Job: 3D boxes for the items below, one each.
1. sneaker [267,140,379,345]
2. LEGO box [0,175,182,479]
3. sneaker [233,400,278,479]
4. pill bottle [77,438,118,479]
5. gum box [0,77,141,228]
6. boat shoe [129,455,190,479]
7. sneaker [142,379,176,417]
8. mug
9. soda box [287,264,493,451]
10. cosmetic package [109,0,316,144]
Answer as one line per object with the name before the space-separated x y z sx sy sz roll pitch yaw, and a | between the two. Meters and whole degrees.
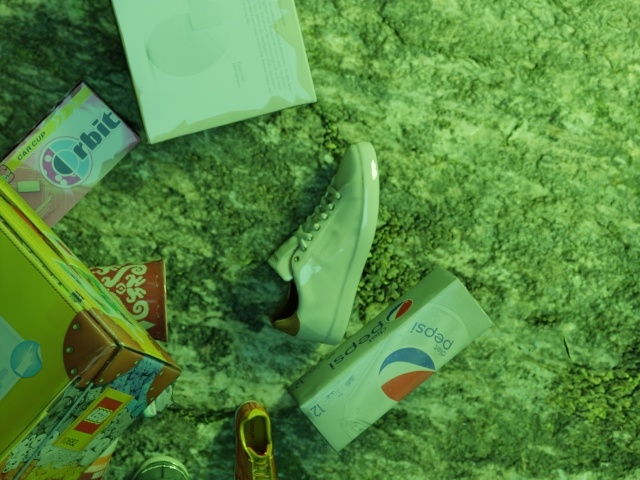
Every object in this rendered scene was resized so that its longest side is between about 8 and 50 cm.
sneaker | 0.000 0.000 1.929 0.123 0.106 0.290 11 100 -15
LEGO box | -0.480 0.101 1.684 0.372 0.193 0.500 -46 70 0
sneaker | -0.092 0.315 1.995 0.064 0.067 0.175 -12 105 -10
pill bottle | -0.436 0.386 1.860 0.224 0.224 0.392 21 97 -14
gum box | -0.341 -0.109 1.864 0.188 0.062 0.107 -45 105 0
boat shoe | -0.269 0.457 1.971 0.116 0.099 0.319 23 96 -15
sneaker | -0.228 0.192 1.961 0.069 0.038 0.098 -22 114 -8
mug | -0.290 0.100 1.885 0.169 0.113 0.150 -1 75 -7
soda box | 0.097 0.164 1.986 0.286 0.098 0.091 -39 106 -2
cosmetic package | -0.145 -0.265 1.832 0.225 0.138 0.224 -14 103 -7
